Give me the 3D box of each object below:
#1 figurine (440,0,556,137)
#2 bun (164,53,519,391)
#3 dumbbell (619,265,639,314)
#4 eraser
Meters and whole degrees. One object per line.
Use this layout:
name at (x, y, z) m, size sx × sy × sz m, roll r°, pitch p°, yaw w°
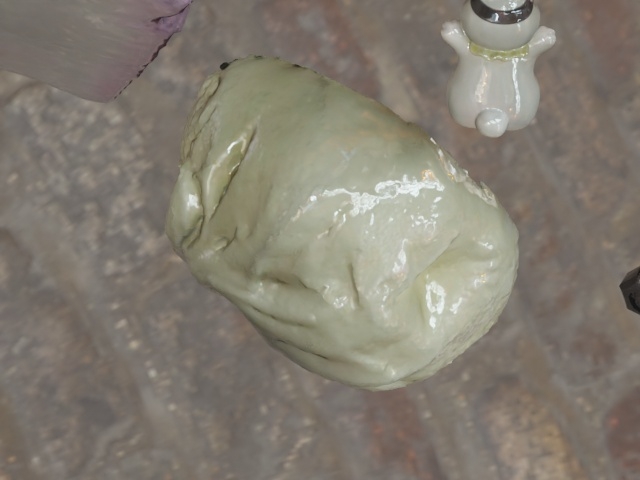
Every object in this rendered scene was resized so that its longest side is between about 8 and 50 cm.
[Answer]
figurine at (0.126, -0.161, 1.298) m, size 0.081 × 0.098 × 0.146 m, roll -7°, pitch 118°, yaw -12°
bun at (0.000, 0.000, 1.529) m, size 0.360 × 0.360 × 0.211 m, roll 39°, pitch 80°, yaw -18°
dumbbell at (0.234, 0.017, 1.157) m, size 0.036 × 0.040 × 0.083 m, roll 45°, pitch 53°, yaw -7°
eraser at (-0.094, -0.272, 0.878) m, size 0.122 × 0.272 × 0.359 m, roll 16°, pitch 80°, yaw -12°
